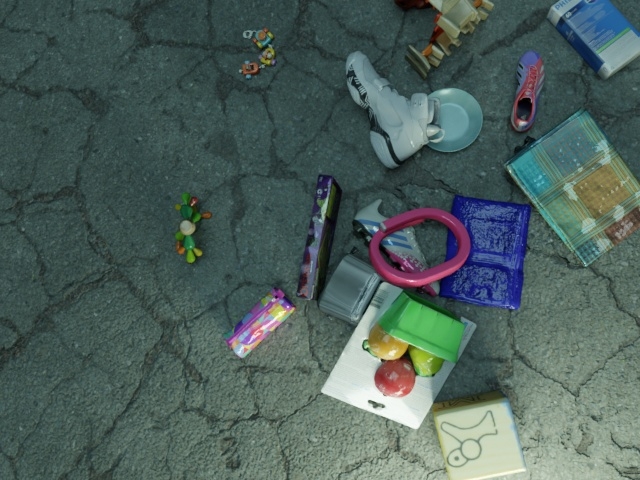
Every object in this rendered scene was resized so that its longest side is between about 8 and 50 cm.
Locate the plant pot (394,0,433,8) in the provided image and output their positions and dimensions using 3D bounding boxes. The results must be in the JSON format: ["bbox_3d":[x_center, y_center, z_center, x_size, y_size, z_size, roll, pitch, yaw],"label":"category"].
[{"bbox_3d":[0.300,-0.844,1.830,0.272,0.272,0.265,-7,90,9],"label":"plant pot"}]

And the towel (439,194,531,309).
[{"bbox_3d":[0.470,0.031,1.774,0.228,0.076,0.308,8,85,10],"label":"towel"}]

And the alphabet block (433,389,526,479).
[{"bbox_3d":[0.417,0.519,1.665,0.197,0.193,0.192,-13,79,9],"label":"alphabet block"}]

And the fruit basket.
[{"bbox_3d":[0.217,0.319,1.722,0.327,0.165,0.353,25,104,-18],"label":"fruit basket"}]

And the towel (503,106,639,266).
[{"bbox_3d":[0.729,-0.149,1.735,0.271,0.040,0.370,-37,89,5],"label":"towel"}]

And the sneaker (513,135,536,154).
[{"bbox_3d":[0.631,-0.272,1.790,0.152,0.058,0.084,-28,88,12],"label":"sneaker"}]

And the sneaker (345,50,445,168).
[{"bbox_3d":[0.221,-0.411,1.816,0.210,0.137,0.365,-23,84,28],"label":"sneaker"}]

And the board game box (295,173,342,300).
[{"bbox_3d":[0.000,0.000,1.796,0.056,0.208,0.346,9,84,14],"label":"board game box"}]

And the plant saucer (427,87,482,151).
[{"bbox_3d":[0.381,-0.354,1.857,0.195,0.037,0.195,-1,83,9],"label":"plant saucer"}]

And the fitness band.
[{"bbox_3d":[0.273,0.016,1.710,0.291,0.054,0.209,-21,62,-21],"label":"fitness band"}]

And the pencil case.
[{"bbox_3d":[-0.182,0.239,1.856,0.236,0.104,0.104,-46,78,3],"label":"pencil case"}]

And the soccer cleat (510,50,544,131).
[{"bbox_3d":[0.598,-0.434,1.798,0.083,0.095,0.248,11,86,11],"label":"soccer cleat"}]

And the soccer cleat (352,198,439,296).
[{"bbox_3d":[0.241,0.014,1.799,0.331,0.116,0.143,43,81,9],"label":"soccer cleat"}]

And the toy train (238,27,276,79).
[{"bbox_3d":[-0.206,-0.603,1.989,0.125,0.046,0.166,-3,83,10],"label":"toy train"}]

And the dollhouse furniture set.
[{"bbox_3d":[0.356,-0.627,1.783,0.262,0.259,0.135,-44,88,1],"label":"dollhouse furniture set"}]

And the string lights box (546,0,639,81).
[{"bbox_3d":[0.792,-0.604,1.793,0.133,0.077,0.259,-37,78,4],"label":"string lights box"}]

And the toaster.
[{"bbox_3d":[0.106,0.141,1.781,0.146,0.129,0.227,26,85,37],"label":"toaster"}]

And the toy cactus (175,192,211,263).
[{"bbox_3d":[-0.394,-0.036,1.895,0.112,0.180,0.219,7,89,-9],"label":"toy cactus"}]
